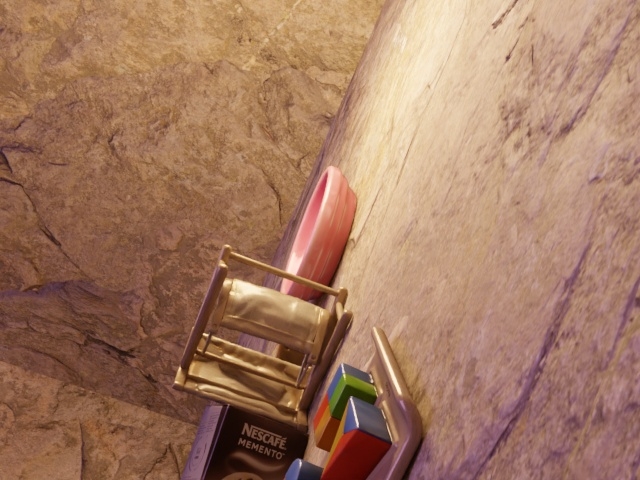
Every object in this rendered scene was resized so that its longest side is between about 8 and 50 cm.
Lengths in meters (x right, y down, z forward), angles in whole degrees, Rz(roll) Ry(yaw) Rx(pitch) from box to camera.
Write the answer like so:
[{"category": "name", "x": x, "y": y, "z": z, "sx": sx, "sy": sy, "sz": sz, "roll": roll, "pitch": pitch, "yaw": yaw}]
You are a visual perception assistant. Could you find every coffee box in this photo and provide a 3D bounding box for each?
[{"category": "coffee box", "x": -0.154, "y": 0.448, "z": 1.697, "sx": 0.119, "sy": 0.168, "sz": 0.297, "roll": -19, "pitch": 50, "yaw": 62}]

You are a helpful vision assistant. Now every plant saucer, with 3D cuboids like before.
[{"category": "plant saucer", "x": 0.000, "y": 0.000, "z": 2.207, "sx": 0.332, "sy": 0.084, "sz": 0.332, "roll": -161, "pitch": 90, "yaw": -84}]

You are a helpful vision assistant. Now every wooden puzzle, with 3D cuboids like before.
[{"category": "wooden puzzle", "x": 0.015, "y": 0.299, "z": 1.223, "sx": 0.322, "sy": 0.080, "sz": 0.348, "roll": -108, "pitch": 38, "yaw": -79}]

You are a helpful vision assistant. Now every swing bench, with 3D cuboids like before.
[{"category": "swing bench", "x": -0.105, "y": 0.180, "z": 1.798, "sx": 0.165, "sy": 0.253, "sz": 0.255, "roll": -98, "pitch": 29, "yaw": -76}]

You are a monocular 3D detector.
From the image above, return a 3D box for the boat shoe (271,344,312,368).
[{"category": "boat shoe", "x": -0.079, "y": 0.291, "z": 1.927, "sx": 0.098, "sy": 0.109, "sz": 0.302, "roll": 111, "pitch": -179, "yaw": -65}]
